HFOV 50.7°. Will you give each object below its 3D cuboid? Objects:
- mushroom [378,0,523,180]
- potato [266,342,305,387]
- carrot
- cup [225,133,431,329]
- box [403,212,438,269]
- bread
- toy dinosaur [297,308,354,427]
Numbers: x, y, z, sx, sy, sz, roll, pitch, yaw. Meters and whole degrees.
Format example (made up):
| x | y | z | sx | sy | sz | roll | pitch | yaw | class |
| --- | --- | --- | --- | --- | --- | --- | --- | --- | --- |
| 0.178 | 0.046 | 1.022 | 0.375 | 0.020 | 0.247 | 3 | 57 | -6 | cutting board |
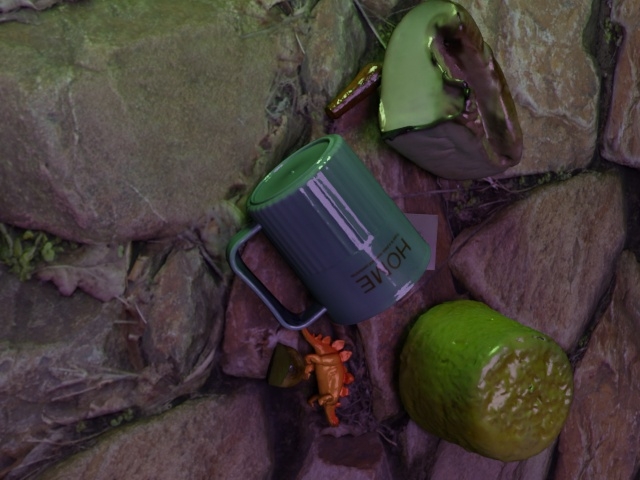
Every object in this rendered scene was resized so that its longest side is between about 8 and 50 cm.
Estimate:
| x | y | z | sx | sy | sz | roll | pitch | yaw | class |
| --- | --- | --- | --- | --- | --- | --- | --- | --- | --- |
| 0.313 | -0.311 | 1.545 | 0.397 | 0.224 | 0.313 | 25 | 57 | -48 | mushroom |
| -0.063 | 0.276 | 1.438 | 0.066 | 0.103 | 0.096 | 15 | 89 | -24 | potato |
| 0.078 | -0.328 | 1.487 | 0.161 | 0.055 | 0.055 | -46 | 112 | -12 | carrot |
| 0.005 | -0.011 | 1.389 | 0.331 | 0.257 | 0.311 | -31 | 111 | 21 | cup |
| 0.205 | 0.002 | 1.578 | 0.129 | 0.051 | 0.130 | 2 | 94 | -27 | box |
| 0.382 | 0.325 | 1.552 | 0.348 | 0.308 | 0.348 | -5 | 100 | -27 | bread |
| 0.017 | 0.275 | 1.497 | 0.117 | 0.070 | 0.288 | -16 | 98 | -27 | toy dinosaur |
